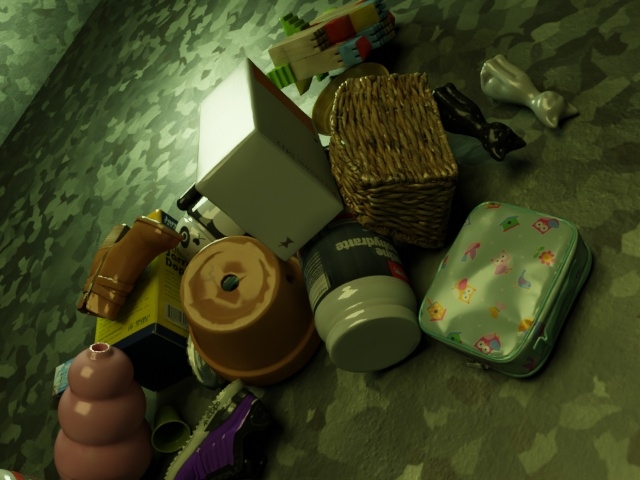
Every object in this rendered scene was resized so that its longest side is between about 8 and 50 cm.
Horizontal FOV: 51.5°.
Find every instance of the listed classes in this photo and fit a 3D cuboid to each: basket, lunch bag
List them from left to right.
[{"bbox_3d":[0.124,-0.145,1.285,0.213,0.223,0.299,-6,53,-3],"label":"basket"},{"bbox_3d":[0.310,0.084,1.108,0.224,0.108,0.279,20,76,42],"label":"lunch bag"}]

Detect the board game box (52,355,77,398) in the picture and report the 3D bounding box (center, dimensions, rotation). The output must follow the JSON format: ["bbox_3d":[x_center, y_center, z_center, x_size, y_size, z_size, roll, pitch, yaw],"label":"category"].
[{"bbox_3d":[-0.687,0.371,1.801,0.090,0.020,0.090,-29,46,22],"label":"board game box"}]

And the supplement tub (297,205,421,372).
[{"bbox_3d":[0.069,0.087,1.243,0.191,0.191,0.272,-33,45,18],"label":"supplement tub"}]

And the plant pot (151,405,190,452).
[{"bbox_3d":[-0.332,0.405,1.450,0.083,0.083,0.079,-48,30,2],"label":"plant pot"}]

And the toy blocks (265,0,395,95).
[{"bbox_3d":[0.059,-0.510,1.643,0.261,0.191,0.381,-7,29,37],"label":"toy blocks"}]

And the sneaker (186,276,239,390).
[{"bbox_3d":[-0.211,0.189,1.470,0.122,0.110,0.283,-16,52,27],"label":"sneaker"}]

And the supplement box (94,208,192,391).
[{"bbox_3d":[-0.390,0.141,1.586,0.194,0.195,0.357,-28,48,22],"label":"supplement box"}]

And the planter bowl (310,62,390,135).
[{"bbox_3d":[0.090,-0.308,1.572,0.217,0.090,0.217,-22,46,25],"label":"planter bowl"}]

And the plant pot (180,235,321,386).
[{"bbox_3d":[-0.148,0.124,1.323,0.290,0.203,0.291,-5,63,11],"label":"plant pot"}]

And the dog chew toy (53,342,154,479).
[{"bbox_3d":[-0.458,0.370,1.401,0.206,0.206,0.332,26,120,46],"label":"dog chew toy"}]

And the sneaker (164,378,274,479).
[{"bbox_3d":[-0.189,0.428,1.290,0.146,0.102,0.293,35,104,16],"label":"sneaker"}]

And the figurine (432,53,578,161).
[{"bbox_3d":[0.358,-0.253,1.293,0.215,0.092,0.209,-31,49,-12],"label":"figurine"}]

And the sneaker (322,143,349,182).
[{"bbox_3d":[-0.024,-0.199,1.591,0.275,0.107,0.110,-3,51,38],"label":"sneaker"}]

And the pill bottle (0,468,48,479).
[{"bbox_3d":[-0.497,0.574,1.250,0.210,0.363,0.210,-21,51,28],"label":"pill bottle"}]

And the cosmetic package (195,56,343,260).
[{"bbox_3d":[-0.115,-0.185,1.350,0.161,0.230,0.453,-41,29,16],"label":"cosmetic package"}]

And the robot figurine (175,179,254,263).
[{"bbox_3d":[-0.217,-0.051,1.573,0.278,0.173,0.209,-46,40,-10],"label":"robot figurine"}]

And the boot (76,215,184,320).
[{"bbox_3d":[-0.422,0.065,1.439,0.283,0.109,0.220,-1,60,41],"label":"boot"}]
